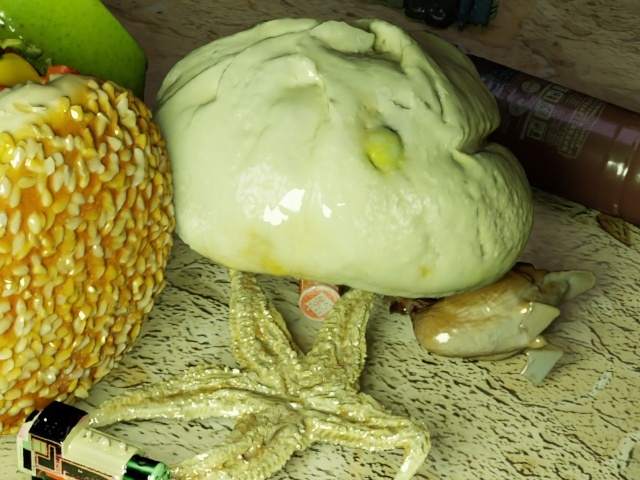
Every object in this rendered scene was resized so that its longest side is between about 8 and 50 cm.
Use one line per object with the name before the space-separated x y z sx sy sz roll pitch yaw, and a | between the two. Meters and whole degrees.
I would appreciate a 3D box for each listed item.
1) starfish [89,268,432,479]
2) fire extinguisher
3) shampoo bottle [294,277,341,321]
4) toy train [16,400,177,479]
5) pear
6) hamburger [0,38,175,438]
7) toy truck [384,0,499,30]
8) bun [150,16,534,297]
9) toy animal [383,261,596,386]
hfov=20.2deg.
starfish | -0.044 0.123 1.560 0.299 0.060 0.302 5 38 8
fire extinguisher | 0.222 -0.129 1.939 0.337 0.114 0.135 22 57 22
shampoo bottle | 0.000 0.000 1.765 0.108 0.051 0.221 8 33 -5
toy train | -0.175 0.184 1.418 0.138 0.087 0.050 18 38 18
pear | -0.307 -0.186 1.872 0.292 0.292 0.159 26 72 27
hamburger | -0.279 -0.008 1.483 0.250 0.330 0.330 24 36 33
toy truck | 0.132 -0.328 2.273 0.202 0.074 0.088 24 32 24
bun | 0.027 -0.090 1.627 0.365 0.219 0.365 10 20 -4
toy animal | 0.164 0.059 1.685 0.188 0.089 0.179 -24 31 -32
